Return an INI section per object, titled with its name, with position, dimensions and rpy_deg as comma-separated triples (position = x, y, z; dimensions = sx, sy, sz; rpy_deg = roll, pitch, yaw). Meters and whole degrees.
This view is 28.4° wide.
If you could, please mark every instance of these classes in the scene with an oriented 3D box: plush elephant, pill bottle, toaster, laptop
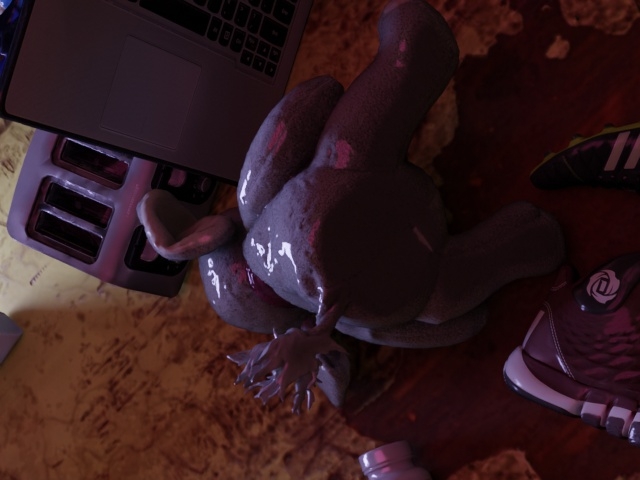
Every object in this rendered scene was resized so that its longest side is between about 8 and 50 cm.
[plush elephant]
position = 0.000, 0.000, 1.089
dimensions = 0.330, 0.272, 0.255
rpy_deg = -47, 24, -19
[pill bottle]
position = 0.075, 0.237, 1.106
dimensions = 0.065, 0.065, 0.116
rpy_deg = -26, 73, 21
[toaster]
position = -0.205, -0.053, 1.251
dimensions = 0.185, 0.110, 0.168
rpy_deg = 23, 93, 27
[laptop]
position = -0.002, -0.234, 1.021
dimensions = 0.236, 0.382, 0.408
rpy_deg = 18, 92, 27

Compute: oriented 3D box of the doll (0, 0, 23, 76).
[doll]
position = -0.313, -0.211, 1.314
dimensions = 0.129, 0.046, 0.189
rpy_deg = 38, 95, 34

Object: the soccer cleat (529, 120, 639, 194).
[soccer cleat]
position = 0.263, -0.064, 1.054
dimensions = 0.178, 0.060, 0.072
rpy_deg = -18, 78, 20

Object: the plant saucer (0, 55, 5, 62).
[plant saucer]
position = -0.338, -0.310, 1.385
dimensions = 0.277, 0.041, 0.278
rpy_deg = -3, 82, 25

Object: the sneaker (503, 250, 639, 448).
[sneaker]
position = 0.292, 0.091, 0.997
dimensions = 0.281, 0.106, 0.163
rpy_deg = 21, 90, 27

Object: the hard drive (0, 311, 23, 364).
[hard drive]
position = -0.481, 0.214, 1.285
dimensions = 0.047, 0.233, 0.353
rpy_deg = 42, 102, 24
